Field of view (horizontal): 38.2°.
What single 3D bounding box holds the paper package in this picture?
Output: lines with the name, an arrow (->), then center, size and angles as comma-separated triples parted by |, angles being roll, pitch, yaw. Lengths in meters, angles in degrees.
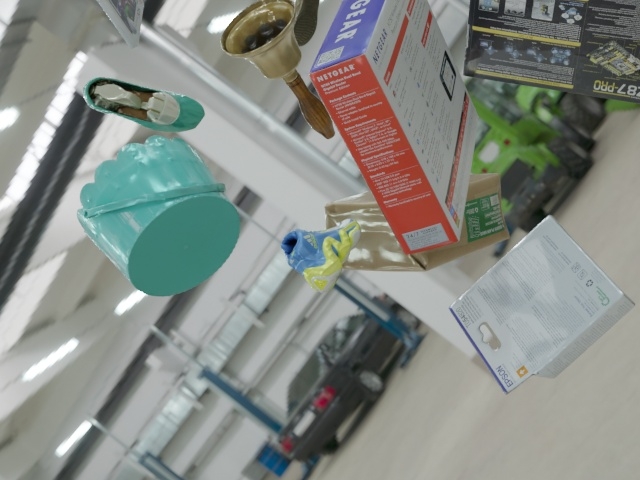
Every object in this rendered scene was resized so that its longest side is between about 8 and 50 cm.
paper package -> 0.229, -0.043, 2.180 | 0.324, 0.168, 0.309 | -18, 13, -41

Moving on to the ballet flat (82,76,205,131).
ballet flat -> -0.356, -0.269, 1.837 | 0.087, 0.247, 0.083 | -122, 44, -88

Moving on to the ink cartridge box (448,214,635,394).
ink cartridge box -> 0.327, 0.100, 1.399 | 0.224, 0.045, 0.223 | -43, 36, 12

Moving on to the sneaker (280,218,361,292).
sneaker -> 0.000, 0.000, 1.783 | 0.091, 0.126, 0.240 | -55, 4, 27

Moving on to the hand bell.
hand bell -> -0.040, -0.242, 1.424 | 0.126, 0.126, 0.242 | -52, -46, -17

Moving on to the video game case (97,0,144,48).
video game case -> -0.414, -0.503, 1.841 | 0.022, 0.190, 0.173 | -22, 41, 14

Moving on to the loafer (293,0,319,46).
loafer -> -0.034, -0.502, 2.036 | 0.050, 0.056, 0.148 | 47, 121, 62

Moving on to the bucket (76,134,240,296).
bucket -> -0.299, -0.042, 1.757 | 0.281, 0.183, 0.281 | -27, -37, -23

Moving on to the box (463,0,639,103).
box -> 0.497, -0.454, 1.852 | 0.097, 0.394, 0.318 | -60, -24, -47

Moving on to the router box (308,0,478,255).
router box -> 0.120, -0.201, 1.298 | 0.082, 0.301, 0.335 | -15, 32, 26
